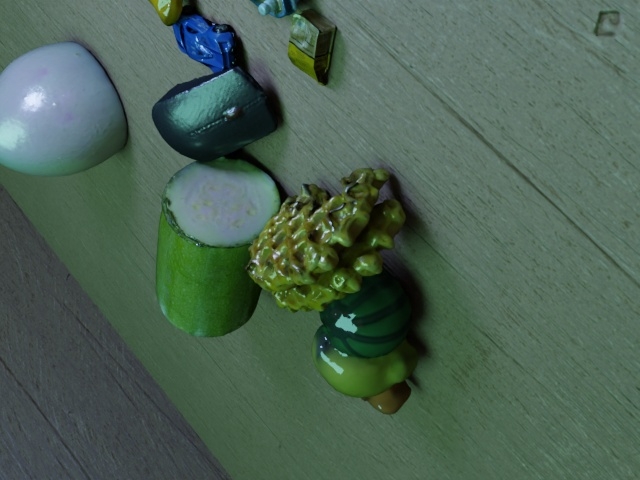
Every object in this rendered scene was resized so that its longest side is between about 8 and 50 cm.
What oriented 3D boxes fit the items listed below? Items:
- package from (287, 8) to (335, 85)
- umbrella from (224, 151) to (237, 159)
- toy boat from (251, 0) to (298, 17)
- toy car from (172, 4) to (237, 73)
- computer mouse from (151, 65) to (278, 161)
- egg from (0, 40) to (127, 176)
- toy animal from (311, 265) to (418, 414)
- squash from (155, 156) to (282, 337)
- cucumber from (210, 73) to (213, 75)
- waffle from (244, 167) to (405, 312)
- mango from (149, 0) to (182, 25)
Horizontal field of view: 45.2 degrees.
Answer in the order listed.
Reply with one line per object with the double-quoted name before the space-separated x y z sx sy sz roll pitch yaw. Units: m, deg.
"package" -0.019 -0.329 1.340 0.071 0.047 0.131 40 143 22
"umbrella" -0.196 -0.237 1.662 0.224 0.080 0.071 135 137 -54
"toy boat" -0.122 -0.450 1.332 0.238 0.098 0.109 38 147 29
"toy car" -0.246 -0.409 1.577 0.216 0.063 0.103 34 142 34
"computer mouse" -0.227 -0.243 1.562 0.295 0.087 0.168 -13 124 38
"egg" -0.762 -0.333 2.113 0.354 0.340 0.354 36 144 31
"toy animal" 0.079 0.198 1.526 0.216 0.191 0.338 35 142 34
"squash" -0.240 0.016 1.749 0.263 0.263 0.384 46 148 19
"cucumber" -0.266 -0.309 1.686 0.265 0.077 0.077 -6 112 56
"waffle" 0.000 0.000 1.420 0.151 0.261 0.324 45 155 -17
"mango" -0.334 -0.529 1.571 0.098 0.075 0.190 -49 61 44
